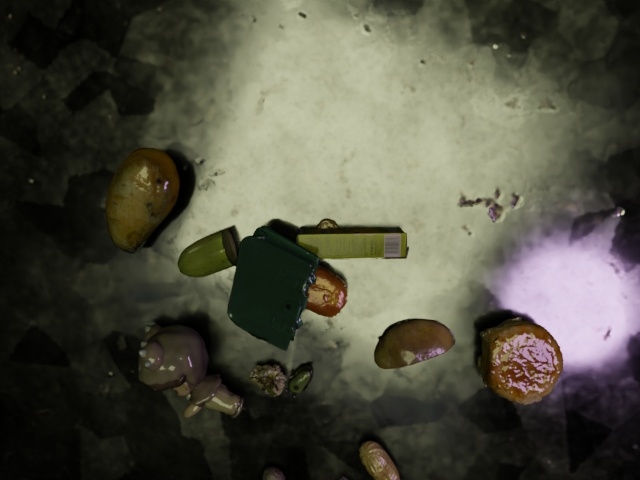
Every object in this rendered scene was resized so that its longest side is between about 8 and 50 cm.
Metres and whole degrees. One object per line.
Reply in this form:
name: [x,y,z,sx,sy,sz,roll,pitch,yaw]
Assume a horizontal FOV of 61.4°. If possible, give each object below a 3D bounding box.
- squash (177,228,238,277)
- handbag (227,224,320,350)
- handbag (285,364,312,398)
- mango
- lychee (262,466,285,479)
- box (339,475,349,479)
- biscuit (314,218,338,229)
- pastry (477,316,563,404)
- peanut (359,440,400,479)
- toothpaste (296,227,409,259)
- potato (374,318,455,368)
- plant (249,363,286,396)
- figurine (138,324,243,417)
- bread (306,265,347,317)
squash: [-0.349,0.050,1.636,0.186,0.123,0.123,-21,96,11]
handbag: [-0.143,0.142,1.569,0.238,0.089,0.327,27,120,17]
handbag: [-0.063,0.439,1.702,0.072,0.047,0.111,37,101,-3]
mango: [-0.538,-0.121,1.606,0.330,0.175,0.177,-53,58,27]
lychee: [-0.151,0.775,1.749,0.067,0.068,0.083,-32,92,-34]
box: [0.059,0.905,1.750,0.149,0.067,0.233,38,98,-3]
biscuit: [0.000,0.000,1.652,0.071,0.018,0.147,33,97,-4]
pastry: [0.596,0.357,1.616,0.235,0.121,0.257,-2,96,0]
peanut: [0.193,0.721,1.704,0.083,0.093,0.194,-34,92,-7]
toothpaste: [0.090,0.008,1.588,0.327,0.110,0.078,-1,102,-1]
potato: [0.279,0.312,1.636,0.260,0.100,0.121,-18,97,6]
plant: [-0.165,0.449,1.678,0.116,0.122,0.105,5,110,-4]
figurine: [-0.395,0.405,1.643,0.203,0.248,0.380,-43,106,3]
bread: [-0.011,0.148,1.631,0.190,0.114,0.132,25,96,-5]
